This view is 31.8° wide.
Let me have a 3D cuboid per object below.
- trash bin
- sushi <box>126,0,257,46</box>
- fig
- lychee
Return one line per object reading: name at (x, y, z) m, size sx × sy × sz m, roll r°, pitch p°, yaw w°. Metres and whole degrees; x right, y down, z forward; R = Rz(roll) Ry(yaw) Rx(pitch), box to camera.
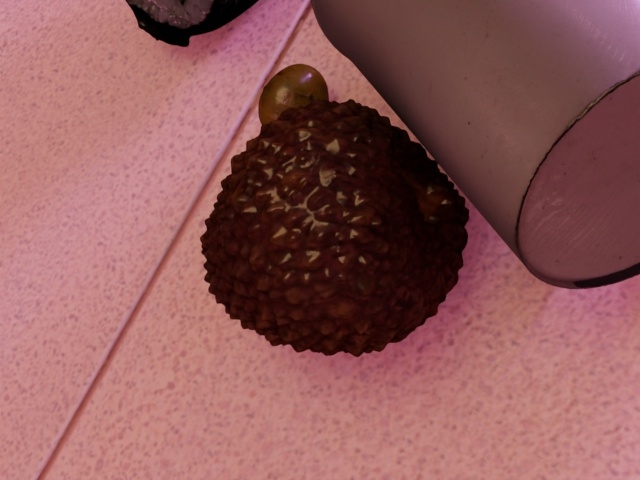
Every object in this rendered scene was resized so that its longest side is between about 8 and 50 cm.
trash bin at (0.177, -0.189, 1.015) m, size 0.280 × 0.280 × 0.432 m, roll -37°, pitch 49°, yaw 8°
sushi at (-0.131, -0.374, 1.334) m, size 0.238 × 0.225 × 0.218 m, roll 42°, pitch 56°, yaw 0°
fig at (-0.022, -0.143, 1.247) m, size 0.084 × 0.082 × 0.098 m, roll -32°, pitch 68°, yaw -31°
lychee at (0.000, 0.000, 1.072) m, size 0.271 × 0.271 × 0.271 m, roll -11°, pitch 63°, yaw 23°
